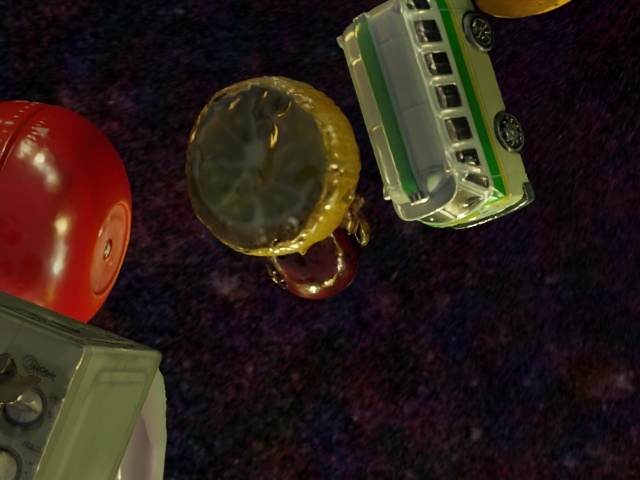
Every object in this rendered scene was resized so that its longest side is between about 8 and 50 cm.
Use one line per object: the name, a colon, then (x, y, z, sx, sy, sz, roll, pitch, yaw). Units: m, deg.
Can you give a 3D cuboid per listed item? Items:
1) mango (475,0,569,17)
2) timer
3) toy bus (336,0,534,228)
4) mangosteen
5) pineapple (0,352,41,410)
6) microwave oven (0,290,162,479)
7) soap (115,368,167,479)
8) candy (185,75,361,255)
mango: (0.238, -0.296, 1.274, 0.190, 0.098, 0.075, 5, 111, 62)
timer: (-0.445, -0.021, 1.686, 0.279, 0.378, 0.378, 12, 110, 5)
toy bus: (0.132, -0.152, 1.326, 0.134, 0.165, 0.276, -24, 79, 45)
mangosteen: (0.000, 0.000, 1.796, 0.200, 0.200, 0.199, 6, 108, 18)
pineapple: (-0.344, 0.038, 0.630, 0.357, 0.223, 0.223, 28, 116, -16)
microwave oven: (-0.318, 0.122, 0.916, 0.295, 0.237, 0.181, 19, 85, 10)
soap: (-0.277, 0.298, 1.332, 0.115, 0.347, 0.208, 20, 146, -29)
candy: (-0.070, -0.104, 1.558, 0.260, 0.118, 0.260, 1, 92, 29)
